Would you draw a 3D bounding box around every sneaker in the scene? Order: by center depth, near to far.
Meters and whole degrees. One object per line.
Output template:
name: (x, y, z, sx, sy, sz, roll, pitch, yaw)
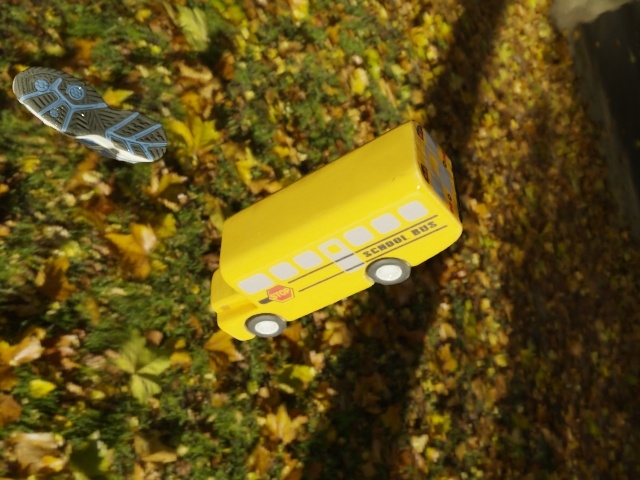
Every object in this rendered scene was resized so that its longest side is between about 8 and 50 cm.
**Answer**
sneaker: (-0.316, -0.158, 1.056, 0.211, 0.081, 0.080, 30, 66, -26)

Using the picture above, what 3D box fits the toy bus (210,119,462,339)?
toy bus: (0.000, 0.000, 0.900, 0.130, 0.332, 0.108, 40, 36, -39)
